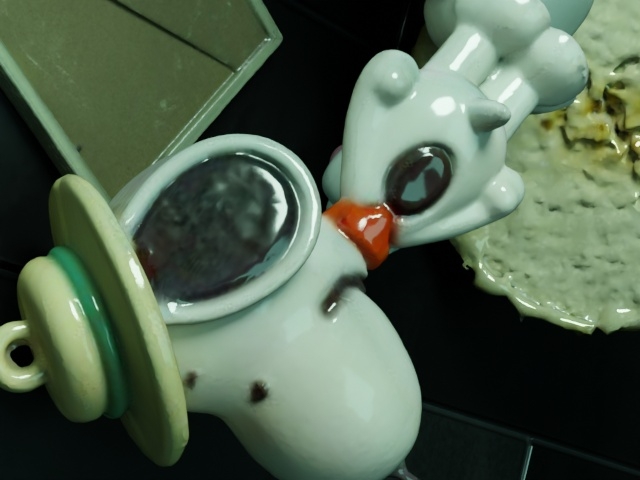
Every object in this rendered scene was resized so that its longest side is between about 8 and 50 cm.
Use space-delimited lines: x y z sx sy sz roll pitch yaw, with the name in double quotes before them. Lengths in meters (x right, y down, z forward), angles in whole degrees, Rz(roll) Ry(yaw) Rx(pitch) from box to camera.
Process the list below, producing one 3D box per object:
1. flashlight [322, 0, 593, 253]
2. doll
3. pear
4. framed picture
"flashlight" 0.073 -0.078 0.813 0.093 0.047 0.200 11 123 -47
"doll" -0.010 -0.018 0.689 0.208 0.144 0.271 28 77 -19
"pear" 0.178 -0.093 0.908 0.178 0.267 0.267 -58 140 -66
"framed picture" -0.106 -0.127 0.701 0.150 0.015 0.203 -53 129 -29
